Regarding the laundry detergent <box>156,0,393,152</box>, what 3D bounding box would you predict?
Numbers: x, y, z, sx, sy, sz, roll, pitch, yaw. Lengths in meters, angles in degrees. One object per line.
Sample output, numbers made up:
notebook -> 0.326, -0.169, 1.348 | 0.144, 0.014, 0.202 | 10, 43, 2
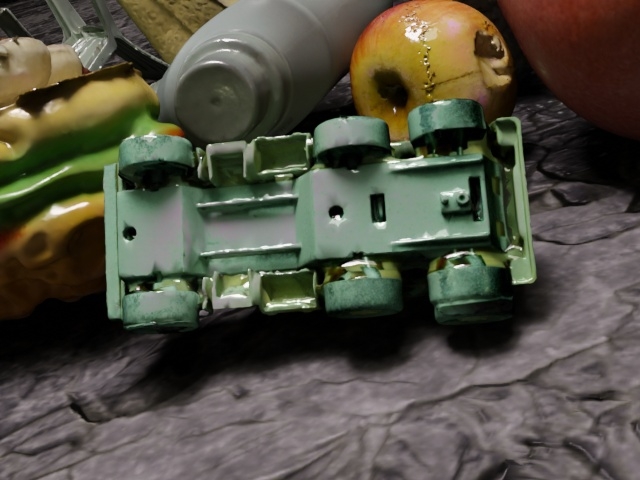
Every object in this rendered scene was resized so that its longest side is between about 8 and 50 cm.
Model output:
laundry detergent -> -0.062, -0.151, 0.881 | 0.264, 0.125, 0.398 | -34, 12, 18

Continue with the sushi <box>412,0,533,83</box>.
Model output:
sushi -> 0.157, -0.272, 0.954 | 0.139, 0.274, 0.184 | -4, 52, 2

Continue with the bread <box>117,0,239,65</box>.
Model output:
bread -> -0.152, -0.434, 1.437 | 0.242, 0.405, 0.346 | -15, 33, 26

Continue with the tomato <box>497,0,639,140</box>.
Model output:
tomato -> 0.292, -0.204, 0.706 | 0.341, 0.273, 0.341 | -9, 39, 8

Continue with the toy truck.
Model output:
toy truck -> -0.003, 0.000, 0.610 | 0.259, 0.128, 0.135 | -5, -11, 4

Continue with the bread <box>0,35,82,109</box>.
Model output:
bread -> -0.329, -0.075, 0.720 | 0.316, 0.054, 0.316 | -23, 7, 3

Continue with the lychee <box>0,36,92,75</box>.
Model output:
lychee -> -0.305, -0.124, 0.996 | 0.188, 0.188, 0.188 | -12, 23, 5

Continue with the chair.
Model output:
chair -> -0.319, -0.257, 1.296 | 0.203, 0.275, 0.191 | 14, 59, 46

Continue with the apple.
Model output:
apple -> 0.097, -0.135, 0.814 | 0.146, 0.147, 0.146 | -12, 23, 5

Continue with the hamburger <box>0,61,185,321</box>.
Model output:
hamburger -> -0.195, -0.025, 0.713 | 0.237, 0.149, 0.237 | -25, 5, 2
